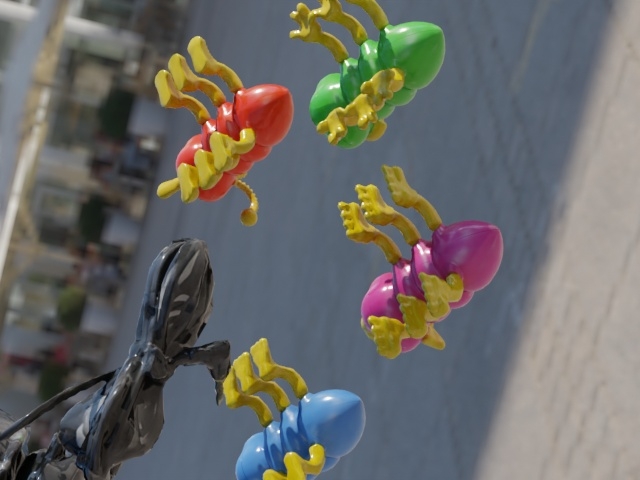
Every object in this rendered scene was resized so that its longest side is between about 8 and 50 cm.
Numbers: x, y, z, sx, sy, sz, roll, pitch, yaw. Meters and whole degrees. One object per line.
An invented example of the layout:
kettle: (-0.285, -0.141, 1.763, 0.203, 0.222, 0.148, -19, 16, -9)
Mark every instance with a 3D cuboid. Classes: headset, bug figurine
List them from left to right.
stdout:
headset: (-0.202, 0.098, 0.939, 0.394, 0.243, 0.185, -13, 45, 50)
bug figurine: (0.000, 0.000, 0.938, 0.216, 0.072, 0.279, -38, 52, 37)
